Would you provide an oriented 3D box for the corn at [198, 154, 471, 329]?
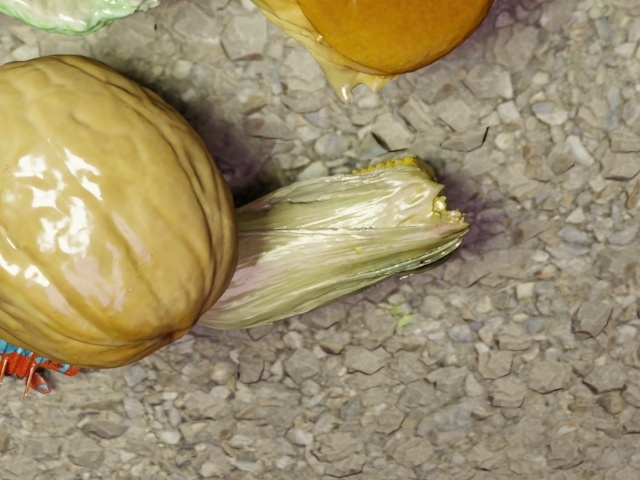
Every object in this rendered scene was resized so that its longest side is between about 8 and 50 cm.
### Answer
[{"bbox_3d":[0.000,0.003,1.355,0.305,0.122,0.123,-21,79,11],"label":"corn"}]

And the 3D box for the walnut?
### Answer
[{"bbox_3d":[-0.230,-0.029,1.230,0.252,0.277,0.313,-41,86,-19],"label":"walnut"}]

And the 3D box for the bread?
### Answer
[{"bbox_3d":[0.018,-0.312,1.078,0.236,0.183,0.389,-48,134,-15],"label":"bread"}]

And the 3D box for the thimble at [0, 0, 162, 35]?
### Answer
[{"bbox_3d":[-0.213,-0.291,1.122,0.219,0.150,0.219,-1,125,-2],"label":"thimble"}]

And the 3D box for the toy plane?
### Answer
[{"bbox_3d":[-0.313,0.093,1.439,0.130,0.061,0.189,18,117,-15],"label":"toy plane"}]
